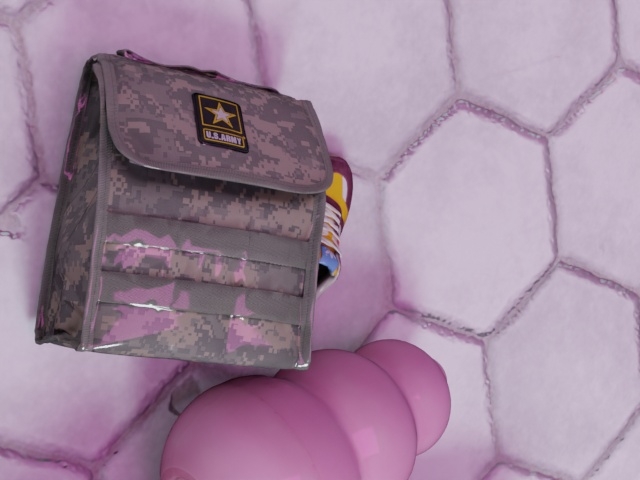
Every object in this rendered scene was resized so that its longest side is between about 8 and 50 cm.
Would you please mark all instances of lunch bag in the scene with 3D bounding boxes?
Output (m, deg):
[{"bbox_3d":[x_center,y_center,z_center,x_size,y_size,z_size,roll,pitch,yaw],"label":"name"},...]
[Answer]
[{"bbox_3d":[-0.124,-0.028,1.257,0.235,0.169,0.287,9,84,-28],"label":"lunch bag"}]

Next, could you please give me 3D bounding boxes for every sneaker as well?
[{"bbox_3d":[0.000,0.000,1.380,0.070,0.084,0.185,24,84,-31],"label":"sneaker"}]

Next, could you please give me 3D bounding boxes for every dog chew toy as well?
[{"bbox_3d":[0.002,0.205,1.349,0.332,0.207,0.206,-26,109,-34],"label":"dog chew toy"}]
